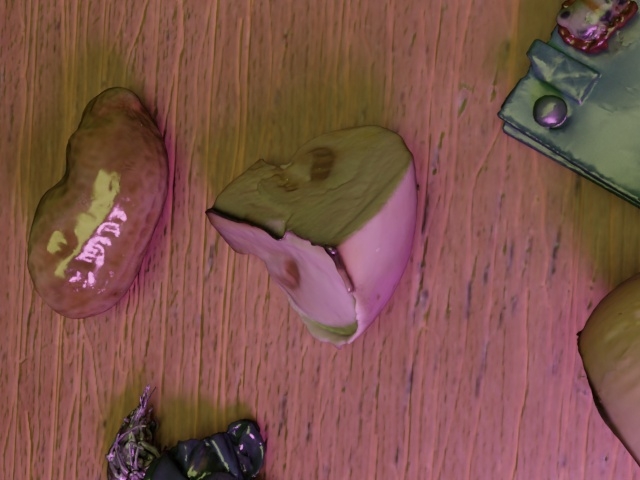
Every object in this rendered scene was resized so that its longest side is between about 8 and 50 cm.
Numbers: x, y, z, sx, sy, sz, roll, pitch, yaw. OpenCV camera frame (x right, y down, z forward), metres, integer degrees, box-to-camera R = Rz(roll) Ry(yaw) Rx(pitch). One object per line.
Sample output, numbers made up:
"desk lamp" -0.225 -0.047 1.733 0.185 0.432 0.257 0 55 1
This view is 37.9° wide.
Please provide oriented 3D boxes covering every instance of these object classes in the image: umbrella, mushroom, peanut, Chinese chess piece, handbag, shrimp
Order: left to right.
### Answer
"peanut" -0.241 -0.040 1.013 0.137 0.122 0.253 27 95 20
"shrimp" -0.205 0.239 1.043 0.065 0.056 0.165 22 107 28
"umbrella" -0.050 0.348 0.955 0.143 0.094 0.349 -32 69 -6
"mushroom" 0.023 -0.007 0.955 0.236 0.173 0.162 21 142 48
"handbag" 0.342 -0.154 0.871 0.274 0.100 0.268 35 100 11
"Chinese chess piece" 0.339 0.140 0.798 0.257 0.257 0.104 49 115 9
